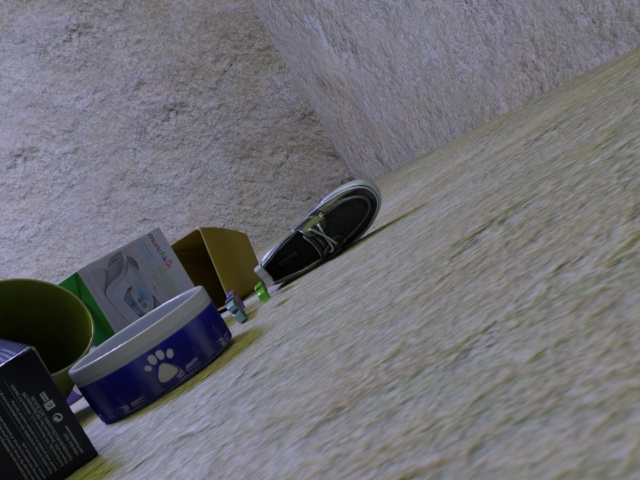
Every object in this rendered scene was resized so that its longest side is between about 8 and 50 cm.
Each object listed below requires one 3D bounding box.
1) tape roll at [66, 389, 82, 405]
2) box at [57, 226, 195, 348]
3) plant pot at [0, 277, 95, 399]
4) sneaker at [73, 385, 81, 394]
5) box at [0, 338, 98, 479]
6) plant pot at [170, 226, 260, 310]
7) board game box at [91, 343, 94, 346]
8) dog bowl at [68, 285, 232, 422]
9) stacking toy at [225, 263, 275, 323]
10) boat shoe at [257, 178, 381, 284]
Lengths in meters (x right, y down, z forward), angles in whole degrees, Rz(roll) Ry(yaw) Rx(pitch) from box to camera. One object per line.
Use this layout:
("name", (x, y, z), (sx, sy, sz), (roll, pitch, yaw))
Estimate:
("tape roll", (-0.692, 0.400, 1.950), (0.189, 0.080, 0.189), (-32, 5, 3))
("box", (-0.402, 0.142, 1.681), (0.231, 0.262, 0.127), (-33, 6, -42))
("plant pot", (-0.624, 0.277, 1.572), (0.275, 0.275, 0.293), (-36, -26, -49))
("sneaker", (-0.527, 0.304, 1.899), (0.121, 0.079, 0.217), (-31, 3, 17))
("box", (-0.531, 0.299, 1.075), (0.312, 0.179, 0.343), (-32, 12, -28))
("plant pot", (-0.276, 0.082, 2.008), (0.212, 0.212, 0.187), (-28, -7, 39))
("board game box", (-0.783, 0.335, 2.097), (0.347, 0.078, 0.233), (-32, 5, -29))
("dog bowl", (-0.287, 0.191, 1.298), (0.265, 0.104, 0.265), (-31, 6, 4))
("stacking toy", (-0.168, 0.137, 1.530), (0.167, 0.052, 0.221), (-40, 11, 2))
("boat shoe", (0.000, 0.000, 1.674), (0.335, 0.121, 0.119), (-41, 9, 16))
